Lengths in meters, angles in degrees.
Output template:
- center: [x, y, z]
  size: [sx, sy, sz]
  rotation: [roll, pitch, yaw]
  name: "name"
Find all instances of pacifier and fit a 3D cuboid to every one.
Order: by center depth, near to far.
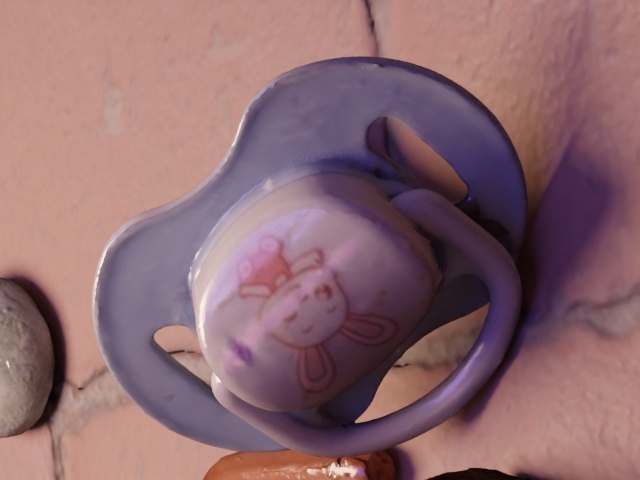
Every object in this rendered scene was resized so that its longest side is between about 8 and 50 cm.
- center: [0.000, 0.000, 1.101]
  size: [0.287, 0.238, 0.226]
  rotation: [-46, 25, 19]
  name: "pacifier"

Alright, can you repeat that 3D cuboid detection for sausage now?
- center: [-0.022, 0.162, 1.208]
  size: [0.186, 0.043, 0.043]
  rotation: [-15, 81, 46]
  name: "sausage"

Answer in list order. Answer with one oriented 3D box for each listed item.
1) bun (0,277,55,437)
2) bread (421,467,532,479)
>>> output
- center: [-0.285, 0.099, 1.459]
  size: [0.141, 0.083, 0.140]
  rotation: [-1, 89, 46]
  name: "bun"
- center: [0.190, 0.234, 0.904]
  size: [0.416, 0.113, 0.165]
  rotation: [7, 102, 52]
  name: "bread"
